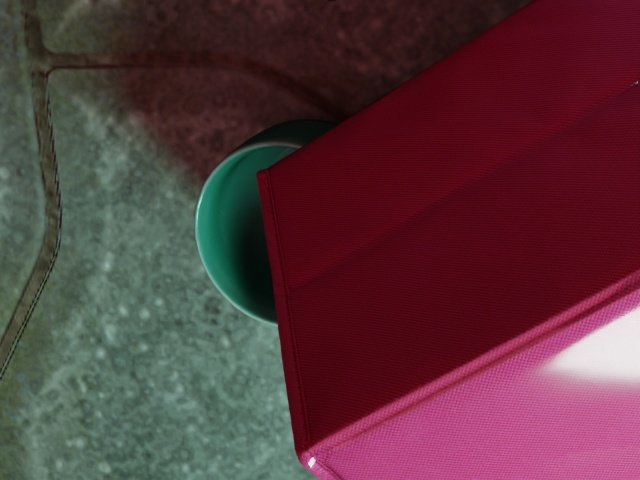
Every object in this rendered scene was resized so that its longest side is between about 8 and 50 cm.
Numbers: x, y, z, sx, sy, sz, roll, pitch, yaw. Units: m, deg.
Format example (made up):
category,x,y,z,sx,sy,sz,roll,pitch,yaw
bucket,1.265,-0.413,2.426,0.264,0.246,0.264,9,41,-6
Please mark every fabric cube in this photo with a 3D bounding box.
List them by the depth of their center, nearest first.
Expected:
category,x,y,z,sx,sy,sz,roll,pitch,yaw
fabric cube,0.146,0.045,0.796,0.258,0.259,0.254,-30,125,13

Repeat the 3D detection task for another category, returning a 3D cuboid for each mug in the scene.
category,x,y,z,sx,sy,sz,roll,pitch,yaw
mug,-0.009,-0.004,0.984,0.129,0.097,0.158,3,110,17
